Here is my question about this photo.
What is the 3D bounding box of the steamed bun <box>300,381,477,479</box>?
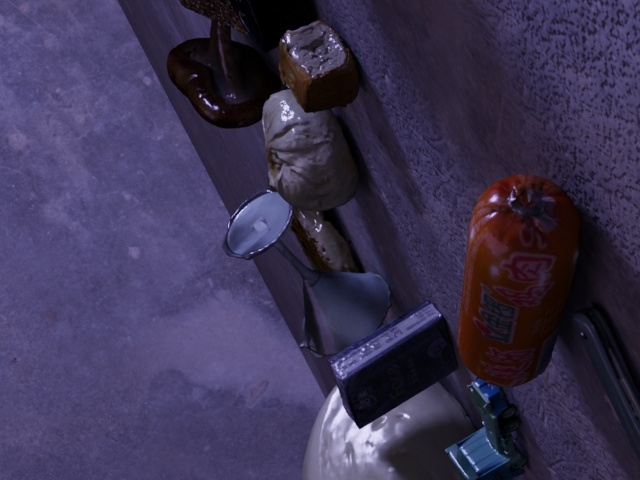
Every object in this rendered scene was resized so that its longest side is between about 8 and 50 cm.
[{"bbox_3d":[0.124,0.425,1.903,0.456,0.290,0.371,60,170,20],"label":"steamed bun"}]

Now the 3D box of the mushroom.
[{"bbox_3d":[-0.140,-0.295,1.960,0.227,0.148,0.218,42,141,43],"label":"mushroom"}]

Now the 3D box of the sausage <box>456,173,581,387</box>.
[{"bbox_3d":[0.161,0.031,1.115,0.093,0.093,0.312,60,171,22],"label":"sausage"}]

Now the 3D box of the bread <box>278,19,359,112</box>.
[{"bbox_3d":[0.001,-0.192,1.495,0.083,0.076,0.070,59,159,28],"label":"bread"}]

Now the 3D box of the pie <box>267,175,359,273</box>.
[{"bbox_3d":[0.000,0.000,2.169,0.274,0.055,0.274,57,174,9],"label":"pie"}]

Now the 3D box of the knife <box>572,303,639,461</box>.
[{"bbox_3d":[0.250,0.128,1.105,0.162,0.023,0.044,63,174,-5],"label":"knife"}]

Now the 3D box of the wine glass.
[{"bbox_3d":[-0.023,0.042,1.885,0.232,0.156,0.156,47,-177,-36],"label":"wine glass"}]

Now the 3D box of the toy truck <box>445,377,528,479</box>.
[{"bbox_3d":[0.190,0.227,1.595,0.067,0.081,0.175,54,168,39],"label":"toy truck"}]

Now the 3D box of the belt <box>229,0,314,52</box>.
[{"bbox_3d":[-0.082,-0.317,1.584,0.198,0.078,0.151,60,173,27],"label":"belt"}]

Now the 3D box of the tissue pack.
[{"bbox_3d":[0.092,0.158,1.719,0.051,0.156,0.112,49,164,44],"label":"tissue pack"}]

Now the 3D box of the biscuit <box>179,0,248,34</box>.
[{"bbox_3d":[-0.132,-0.320,1.820,0.199,0.034,0.064,26,148,41],"label":"biscuit"}]

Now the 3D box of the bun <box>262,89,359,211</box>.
[{"bbox_3d":[-0.023,-0.112,1.744,0.188,0.111,0.164,91,154,-80],"label":"bun"}]
